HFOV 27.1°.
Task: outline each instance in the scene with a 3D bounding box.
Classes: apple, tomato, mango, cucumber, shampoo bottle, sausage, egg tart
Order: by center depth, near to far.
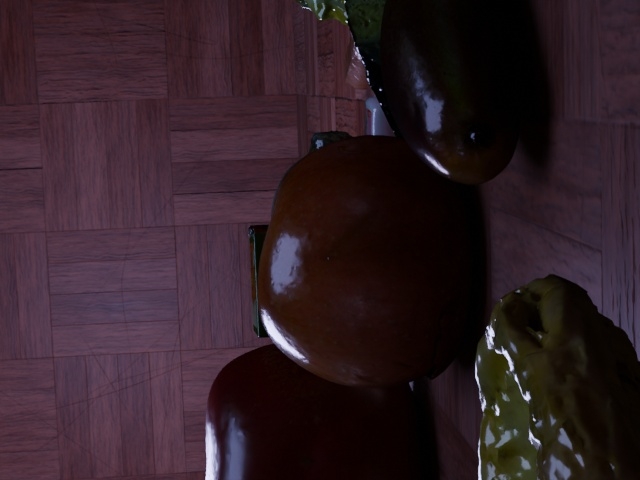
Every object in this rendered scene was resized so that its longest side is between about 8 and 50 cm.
[{"bbox_3d":[0.147,0.156,0.633,0.294,0.123,0.294,175,90,-88],"label":"egg tart"},{"bbox_3d":[0.102,-0.152,1.052,0.133,0.111,0.267,74,-167,-55],"label":"mango"},{"bbox_3d":[0.040,0.022,1.317,0.272,0.206,0.251,168,103,-86],"label":"apple"},{"bbox_3d":[0.083,-0.187,1.421,0.211,0.062,0.078,55,-156,-60],"label":"cucumber"},{"bbox_3d":[-0.010,0.287,1.637,0.290,0.293,0.325,59,-144,-76],"label":"tomato"},{"bbox_3d":[0.079,-0.140,1.693,0.072,0.043,0.099,-114,22,-77],"label":"shampoo bottle"},{"bbox_3d":[0.064,-0.252,1.727,0.169,0.065,0.065,105,162,-76],"label":"sausage"}]

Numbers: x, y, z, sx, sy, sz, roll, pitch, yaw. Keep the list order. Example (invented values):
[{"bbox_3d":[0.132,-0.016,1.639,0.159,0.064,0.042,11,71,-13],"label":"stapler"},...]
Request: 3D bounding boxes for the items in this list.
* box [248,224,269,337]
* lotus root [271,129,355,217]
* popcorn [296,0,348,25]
[{"bbox_3d":[0.006,0.049,1.761,0.177,0.195,0.148,172,95,-86],"label":"box"},{"bbox_3d":[-0.002,0.000,2.052,0.175,0.175,0.349,-104,13,-67],"label":"lotus root"},{"bbox_3d":[0.024,-0.328,1.427,0.198,0.212,0.198,5,97,52],"label":"popcorn"}]
